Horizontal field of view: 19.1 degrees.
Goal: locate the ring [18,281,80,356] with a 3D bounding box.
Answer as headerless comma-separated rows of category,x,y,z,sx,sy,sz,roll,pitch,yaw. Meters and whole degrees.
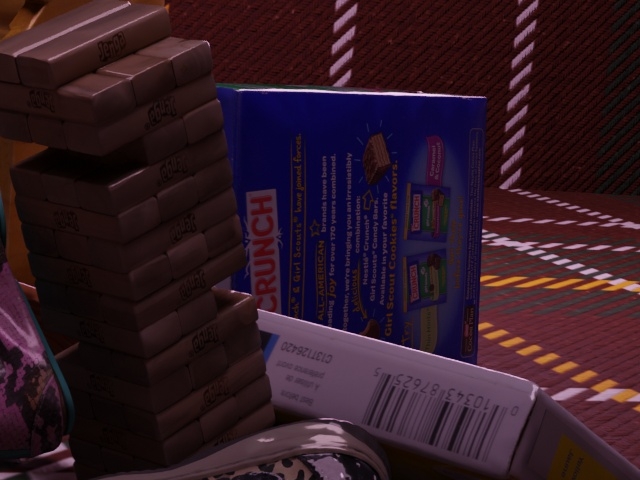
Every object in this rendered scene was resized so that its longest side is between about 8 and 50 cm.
ring,-0.289,0.064,1.237,0.336,0.032,0.336,2,-22,1

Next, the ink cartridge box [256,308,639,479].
ink cartridge box,0.078,0.143,1.212,0.303,0.072,0.307,11,-21,41

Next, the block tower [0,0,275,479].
block tower,-0.098,0.041,1.077,0.091,0.335,0.097,12,32,42

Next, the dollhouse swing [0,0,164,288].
dollhouse swing,-0.337,-0.104,1.899,0.305,0.347,0.315,10,9,26

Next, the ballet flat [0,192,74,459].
ballet flat,-0.200,0.024,1.041,0.079,0.077,0.221,-7,55,-25

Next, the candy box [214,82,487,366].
candy box,0.000,0.000,1.648,0.122,0.268,0.317,6,5,42

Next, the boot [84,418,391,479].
boot,-0.073,0.183,0.840,0.236,0.085,0.179,-22,32,9
